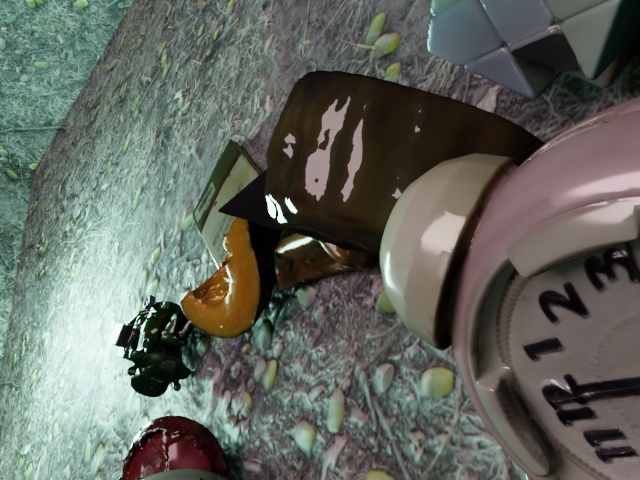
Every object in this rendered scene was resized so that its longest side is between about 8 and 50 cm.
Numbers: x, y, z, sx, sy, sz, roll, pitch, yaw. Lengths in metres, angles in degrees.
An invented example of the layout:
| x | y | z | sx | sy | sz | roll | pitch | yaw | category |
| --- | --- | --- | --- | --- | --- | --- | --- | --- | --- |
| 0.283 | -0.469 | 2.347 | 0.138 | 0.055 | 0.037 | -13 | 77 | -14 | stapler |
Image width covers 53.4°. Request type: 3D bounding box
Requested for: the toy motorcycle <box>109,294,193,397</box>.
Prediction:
| x | y | z | sx | sy | sz | roll | pitch | yaw | category |
| --- | --- | --- | --- | --- | --- | --- | --- | --- | --- |
| -0.329 | 0.207 | 1.250 | 0.274 | 0.124 | 0.187 | -8 | 58 | 55 | toy motorcycle |

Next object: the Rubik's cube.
| x | y | z | sx | sy | sz | roll | pitch | yaw | category |
| --- | --- | --- | --- | --- | --- | --- | --- | --- | --- |
| 0.230 | -0.280 | 0.596 | 0.224 | 0.265 | 0.213 | 35 | 63 | 24 | Rubik's cube |

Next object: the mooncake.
| x | y | z | sx | sy | sz | roll | pitch | yaw | category |
| --- | --- | --- | --- | --- | --- | --- | --- | --- | --- |
| 0.084 | -0.054 | 0.654 | 0.290 | 0.290 | 0.161 | 21 | 93 | 56 | mooncake |

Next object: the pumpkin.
| x | y | z | sx | sy | sz | roll | pitch | yaw | category |
| --- | --- | --- | --- | --- | --- | --- | --- | --- | --- |
| -0.106 | 0.060 | 1.041 | 0.149 | 0.130 | 0.254 | 49 | 123 | 20 | pumpkin |

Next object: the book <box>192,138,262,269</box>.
| x | y | z | sx | sy | sz | roll | pitch | yaw | category |
| --- | --- | --- | --- | --- | --- | --- | --- | --- | --- |
| -0.172 | -0.061 | 1.237 | 0.201 | 0.026 | 0.289 | -59 | 36 | 17 | book |

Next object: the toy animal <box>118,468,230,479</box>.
| x | y | z | sx | sy | sz | roll | pitch | yaw | category |
| --- | --- | --- | --- | --- | --- | --- | --- | --- | --- |
| -0.191 | 0.461 | 0.826 | 0.251 | 0.250 | 0.310 | -19 | 66 | 49 | toy animal |

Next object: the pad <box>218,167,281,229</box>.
| x | y | z | sx | sy | sz | roll | pitch | yaw | category |
| --- | --- | --- | --- | --- | --- | --- | --- | --- | --- |
| -0.053 | -0.083 | 0.961 | 0.116 | 0.004 | 0.193 | 16 | 43 | 29 | pad |

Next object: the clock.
| x | y | z | sx | sy | sz | roll | pitch | yaw | category |
| --- | --- | --- | --- | --- | --- | --- | --- | --- | --- |
| 0.226 | 0.060 | 0.399 | 0.325 | 0.184 | 0.342 | -30 | 91 | 41 | clock |

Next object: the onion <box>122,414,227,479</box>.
| x | y | z | sx | sy | sz | roll | pitch | yaw | category |
| --- | --- | --- | --- | --- | --- | --- | --- | --- | --- |
| -0.219 | 0.364 | 1.013 | 0.184 | 0.147 | 0.184 | 2 | 95 | 24 | onion |

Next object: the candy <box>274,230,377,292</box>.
| x | y | z | sx | sy | sz | roll | pitch | yaw | category |
| --- | --- | --- | --- | --- | --- | --- | --- | --- | --- |
| 0.000 | 0.000 | 0.909 | 0.271 | 0.101 | 0.143 | -17 | 50 | 61 | candy |
